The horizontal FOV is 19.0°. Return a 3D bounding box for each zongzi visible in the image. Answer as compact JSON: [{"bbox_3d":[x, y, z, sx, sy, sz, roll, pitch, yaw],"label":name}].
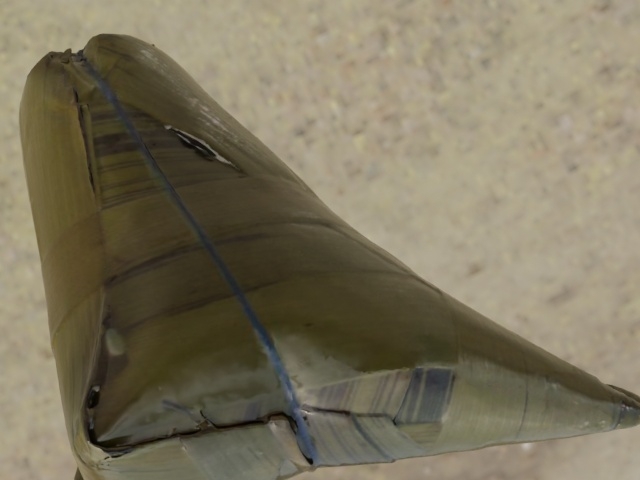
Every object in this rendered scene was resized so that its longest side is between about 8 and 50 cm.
[{"bbox_3d":[0.000,0.000,0.978,0.289,0.260,0.123,-11,152,-4],"label":"zongzi"}]
